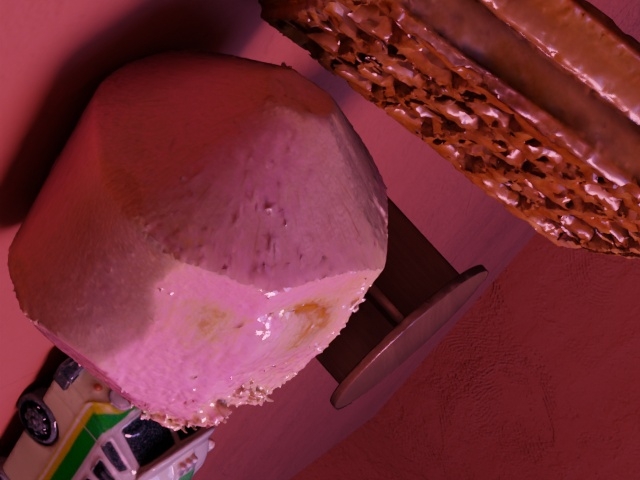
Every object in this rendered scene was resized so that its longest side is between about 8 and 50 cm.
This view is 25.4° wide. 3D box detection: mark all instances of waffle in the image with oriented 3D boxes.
[{"bbox_3d":[0.121,-0.099,0.923,0.091,0.308,0.213,-57,-161,-9],"label":"waffle"}]

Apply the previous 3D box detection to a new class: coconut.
[{"bbox_3d":[-0.070,-0.011,0.941,0.233,0.233,0.245,-27,164,-49],"label":"coconut"}]

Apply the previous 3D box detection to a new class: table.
[{"bbox_3d":[0.000,0.000,1.167,0.167,0.227,0.167,-40,168,-10],"label":"table"}]

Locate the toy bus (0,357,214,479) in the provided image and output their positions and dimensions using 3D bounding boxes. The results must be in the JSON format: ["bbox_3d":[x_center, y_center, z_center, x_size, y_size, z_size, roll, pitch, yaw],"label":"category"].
[{"bbox_3d":[-0.214,0.215,1.387,0.133,0.165,0.276,-31,164,-45],"label":"toy bus"}]
